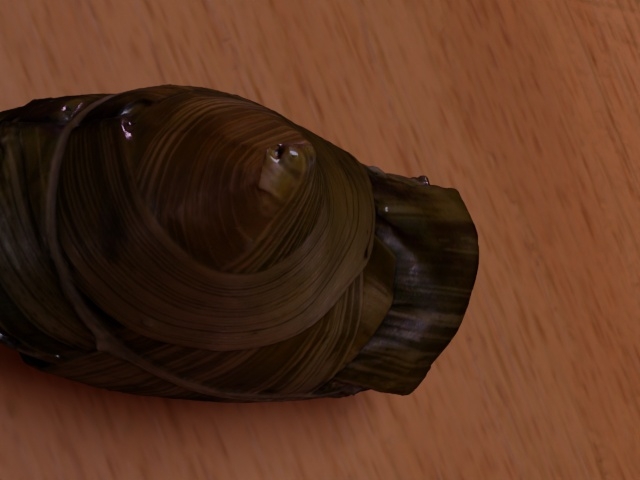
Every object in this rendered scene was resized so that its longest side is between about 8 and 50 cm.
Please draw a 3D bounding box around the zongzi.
[{"bbox_3d":[0.000,0.000,0.869,0.286,0.288,0.134,7,78,-35],"label":"zongzi"}]
